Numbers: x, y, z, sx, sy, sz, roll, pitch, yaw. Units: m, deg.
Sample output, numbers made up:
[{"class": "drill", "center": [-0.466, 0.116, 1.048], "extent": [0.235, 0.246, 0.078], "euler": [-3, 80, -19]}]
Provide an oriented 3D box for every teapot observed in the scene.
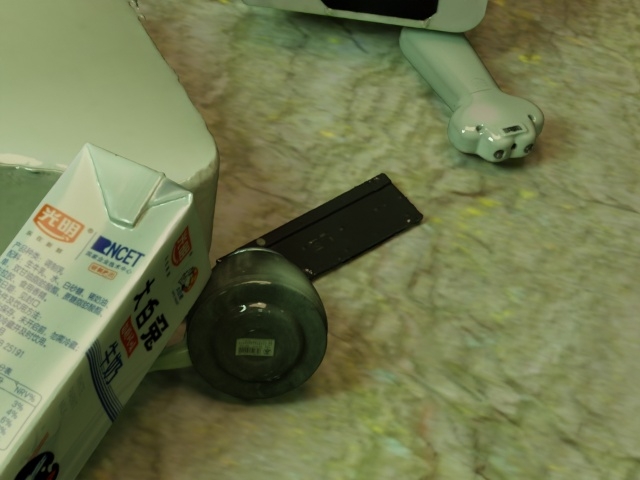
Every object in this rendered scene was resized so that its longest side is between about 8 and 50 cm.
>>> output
[{"class": "teapot", "center": [-0.064, 0.067, 1.484], "extent": [0.111, 0.149, 0.108], "euler": [41, 20, -22]}]

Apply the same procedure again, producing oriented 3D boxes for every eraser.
[{"class": "eraser", "center": [-0.274, -0.084, 1.549], "extent": [0.331, 0.150, 0.331], "euler": [7, 45, -7]}]

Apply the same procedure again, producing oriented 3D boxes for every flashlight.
[{"class": "flashlight", "center": [0.134, -0.143, 1.743], "extent": [0.093, 0.047, 0.200], "euler": [-13, 47, -22]}]

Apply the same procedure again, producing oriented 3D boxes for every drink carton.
[{"class": "drink carton", "center": [-0.204, 0.091, 1.337], "extent": [0.107, 0.130, 0.315], "euler": [26, 66, 15]}]

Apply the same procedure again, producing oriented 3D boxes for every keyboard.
[{"class": "keyboard", "center": [0.000, 0.000, 1.601], "extent": [0.195, 0.018, 0.060], "euler": [-28, 63, -31]}]

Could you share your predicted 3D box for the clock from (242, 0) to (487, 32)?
[{"class": "clock", "center": [0.058, -0.343, 1.833], "extent": [0.235, 0.166, 0.309], "euler": [8, 37, 1]}]
